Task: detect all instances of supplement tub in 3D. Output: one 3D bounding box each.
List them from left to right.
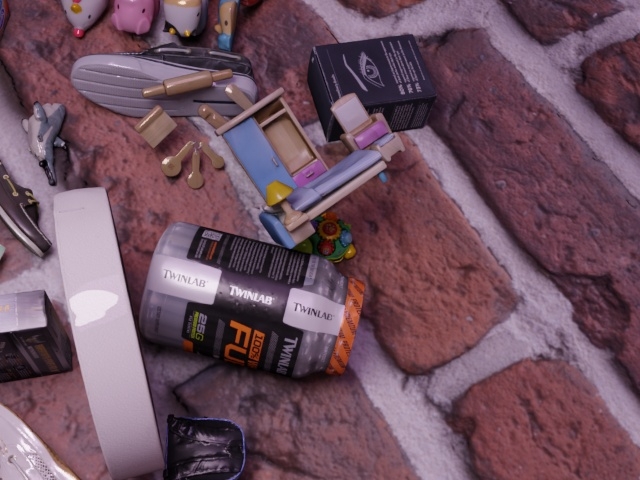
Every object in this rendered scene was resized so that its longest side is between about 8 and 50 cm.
[{"bbox_3d":[-0.101,0.097,1.197,0.315,0.194,0.194,14,61,0],"label":"supplement tub"}]

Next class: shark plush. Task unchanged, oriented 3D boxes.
[{"bbox_3d":[-0.473,-0.177,1.368,0.067,0.073,0.161,6,52,-40],"label":"shark plush"}]

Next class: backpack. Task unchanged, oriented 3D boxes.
[{"bbox_3d":[-0.166,0.311,1.136,0.114,0.084,0.105,-1,63,-3],"label":"backpack"}]

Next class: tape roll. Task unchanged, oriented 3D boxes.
[{"bbox_3d":[-0.282,0.122,1.047,0.071,0.392,0.392,-11,65,-14],"label":"tape roll"}]

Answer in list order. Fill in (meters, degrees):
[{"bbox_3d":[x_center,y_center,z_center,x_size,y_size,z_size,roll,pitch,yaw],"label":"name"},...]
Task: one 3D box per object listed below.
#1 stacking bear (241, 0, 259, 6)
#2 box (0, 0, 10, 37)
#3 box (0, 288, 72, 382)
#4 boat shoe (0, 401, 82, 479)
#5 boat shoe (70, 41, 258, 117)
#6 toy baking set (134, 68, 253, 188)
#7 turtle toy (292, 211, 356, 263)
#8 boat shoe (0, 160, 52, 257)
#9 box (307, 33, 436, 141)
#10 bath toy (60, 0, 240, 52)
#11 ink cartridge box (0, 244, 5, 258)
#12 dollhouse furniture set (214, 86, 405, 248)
[{"bbox_3d":[-0.242,-0.597,1.566,0.288,0.176,0.164,17,29,12],"label":"stacking bear"},{"bbox_3d":[-0.744,-0.438,1.409,0.299,0.154,0.142,9,62,-5],"label":"box"},{"bbox_3d":[-0.461,0.144,1.098,0.182,0.231,0.056,-8,67,-12],"label":"box"},{"bbox_3d":[-0.413,0.327,1.085,0.277,0.098,0.096,40,63,11],"label":"boat shoe"},{"bbox_3d":[-0.284,-0.303,1.437,0.335,0.121,0.119,5,54,-18],"label":"boat shoe"},{"bbox_3d":[-0.196,-0.205,1.383,0.256,0.030,0.197,-21,106,-14],"label":"toy baking set"},{"bbox_3d":[0.000,0.000,1.334,0.130,0.066,0.095,-29,70,-21],"label":"turtle toy"},{"bbox_3d":[-0.509,-0.067,1.286,0.068,0.081,0.228,-39,71,-20],"label":"boat shoe"},{"bbox_3d":[0.093,-0.290,1.476,0.207,0.108,0.153,-10,65,-12],"label":"box"},{"bbox_3d":[-0.332,-0.435,1.483,0.348,0.151,0.129,8,84,1],"label":"bath toy"},{"bbox_3d":[-0.613,0.065,1.174,0.181,0.056,0.225,33,56,-26],"label":"ink cartridge box"},{"bbox_3d":[-0.007,-0.156,1.223,0.286,0.303,0.198,-35,102,-6],"label":"dollhouse furniture set"}]
